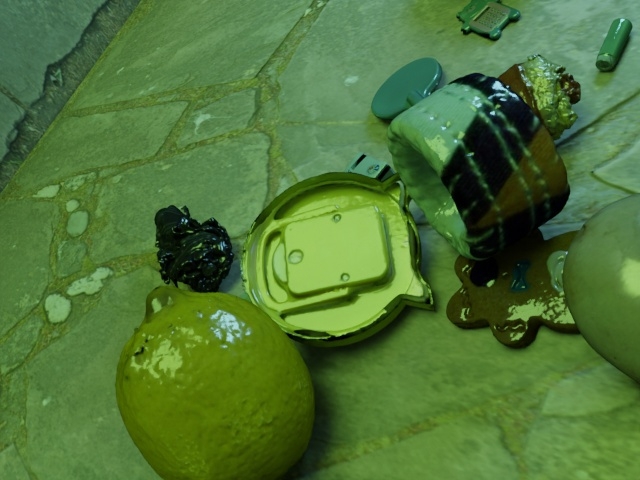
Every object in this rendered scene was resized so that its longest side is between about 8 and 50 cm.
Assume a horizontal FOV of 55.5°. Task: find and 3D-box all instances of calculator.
[{"bbox_3d":[0.312,-0.424,1.152,0.094,0.019,0.141,-44,40,7],"label":"calculator"}]

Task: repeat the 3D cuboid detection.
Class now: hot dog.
[{"bbox_3d":[0.287,-0.185,0.920,0.213,0.103,0.146,-20,67,44],"label":"hot dog"}]

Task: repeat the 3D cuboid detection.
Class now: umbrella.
[{"bbox_3d":[-0.275,-0.012,1.253,0.154,0.128,0.337,-44,37,7],"label":"umbrella"}]

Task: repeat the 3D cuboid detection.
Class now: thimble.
[{"bbox_3d":[0.199,-0.091,0.800,0.150,0.237,0.237,-32,40,-4],"label":"thimble"}]

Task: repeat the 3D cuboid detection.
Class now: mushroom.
[{"bbox_3d":[0.359,0.053,0.611,0.226,0.178,0.227,-2,63,3],"label":"mushroom"}]

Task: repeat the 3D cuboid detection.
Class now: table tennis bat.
[{"bbox_3d":[0.168,-0.267,1.120,0.153,0.040,0.244,-38,31,13],"label":"table tennis bat"}]

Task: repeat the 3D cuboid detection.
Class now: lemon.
[{"bbox_3d":[-0.143,0.203,0.827,0.245,0.320,0.245,-32,6,4],"label":"lemon"}]

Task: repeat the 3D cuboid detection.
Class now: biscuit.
[{"bbox_3d":[0.275,0.052,0.780,0.236,0.039,0.180,-8,52,35],"label":"biscuit"}]

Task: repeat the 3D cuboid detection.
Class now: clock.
[{"bbox_3d":[0.023,0.028,0.943,0.293,0.071,0.277,-6,64,14],"label":"clock"}]

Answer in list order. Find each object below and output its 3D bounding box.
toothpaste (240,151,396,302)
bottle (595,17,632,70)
[{"bbox_3d":[0.000,0.000,1.042,0.336,0.067,0.081,-51,43,-5],"label":"toothpaste"},{"bbox_3d":[0.443,-0.296,0.920,0.030,0.030,0.083,13,68,46],"label":"bottle"}]
